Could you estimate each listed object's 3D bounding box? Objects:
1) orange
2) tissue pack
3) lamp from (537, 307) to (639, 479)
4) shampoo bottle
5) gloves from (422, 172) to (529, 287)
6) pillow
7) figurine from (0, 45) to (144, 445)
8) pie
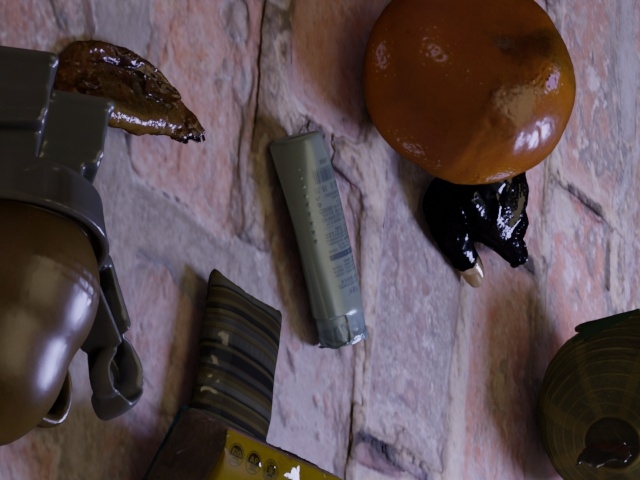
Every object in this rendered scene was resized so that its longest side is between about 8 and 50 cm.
[{"bbox_3d":[0.154,-0.167,2.085,0.171,0.240,0.240,113,-2,-53],"label":"orange"},{"bbox_3d":[-0.071,0.226,1.695,0.169,0.082,0.120,32,84,-45],"label":"tissue pack"},{"bbox_3d":[0.364,0.207,2.305,0.284,0.250,0.250,-25,105,-60],"label":"lamp"},{"bbox_3d":[0.000,0.000,1.940,0.072,0.049,0.212,-23,102,-62],"label":"shampoo bottle"},{"bbox_3d":[0.198,-0.024,2.217,0.180,0.106,0.129,39,49,-44],"label":"gloves"},{"bbox_3d":[-0.081,0.138,1.788,0.113,0.038,0.203,37,52,-46],"label":"pillow"},{"bbox_3d":[-0.238,0.013,1.434,0.342,0.167,0.285,20,56,-33],"label":"figurine"},{"bbox_3d":[-0.172,-0.129,1.702,0.191,0.033,0.088,9,61,-56],"label":"pie"}]
